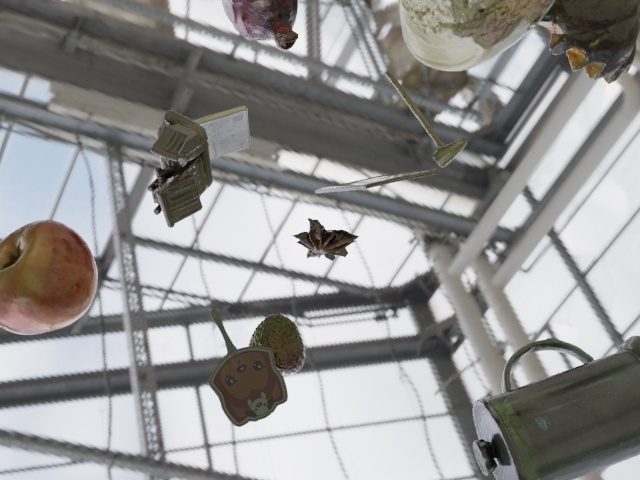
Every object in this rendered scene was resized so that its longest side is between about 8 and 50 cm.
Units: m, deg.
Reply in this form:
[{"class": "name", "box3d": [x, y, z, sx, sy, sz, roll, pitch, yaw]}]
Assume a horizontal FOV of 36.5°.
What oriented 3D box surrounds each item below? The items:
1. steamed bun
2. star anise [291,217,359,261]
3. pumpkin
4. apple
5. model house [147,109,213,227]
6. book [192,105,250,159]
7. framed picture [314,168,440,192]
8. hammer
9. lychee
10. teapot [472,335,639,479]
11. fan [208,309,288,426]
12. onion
[{"class": "steamed bun", "box3d": [0.236, -0.354, 1.380, 0.170, 0.200, 0.225, 30, -128, 34]}, {"class": "star anise", "box3d": [-0.001, 0.007, 1.941, 0.124, 0.129, 0.056, 20, -126, -15]}, {"class": "pumpkin", "box3d": [0.492, -0.363, 1.640, 0.254, 0.149, 0.131, 5, -116, -36]}, {"class": "apple", "box3d": [-0.481, 0.069, 1.666, 0.164, 0.209, 0.209, 46, -161, -38]}, {"class": "model house", "box3d": [-0.302, -0.137, 2.018, 0.122, 0.229, 0.188, 2, -152, 9]}, {"class": "book", "box3d": [-0.241, -0.262, 2.395, 0.138, 0.199, 0.016, -18, -110, -8]}, {"class": "framed picture", "box3d": [0.111, -0.120, 1.961, 0.173, 0.010, 0.231, -13, -174, -24]}, {"class": "hammer", "box3d": [0.168, -0.214, 1.596, 0.028, 0.060, 0.195, -6, -122, -55]}, {"class": "lychee", "box3d": [-0.082, 0.212, 1.844, 0.114, 0.114, 0.147, 13, -112, -27]}, {"class": "teapot", "box3d": [0.409, 0.286, 1.640, 0.337, 0.200, 0.270, -19, -127, -8]}, {"class": "fan", "box3d": [-0.146, 0.223, 1.748, 0.132, 0.009, 0.220, -28, -83, -18]}, {"class": "onion", "box3d": [-0.109, -0.427, 1.784, 0.135, 0.173, 0.198, -9, -124, -9]}]
